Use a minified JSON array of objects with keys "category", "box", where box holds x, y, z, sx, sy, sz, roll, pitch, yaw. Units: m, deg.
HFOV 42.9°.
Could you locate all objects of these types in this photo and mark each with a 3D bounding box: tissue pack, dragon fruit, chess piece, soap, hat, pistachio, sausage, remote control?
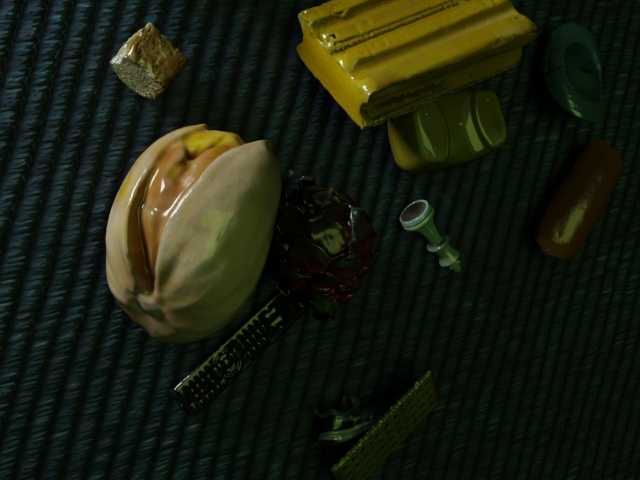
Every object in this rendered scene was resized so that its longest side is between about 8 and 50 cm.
[{"category":"tissue pack","box":[0.197,-0.176,1.319,0.178,0.127,0.123,-16,94,-24]},{"category":"dragon fruit","box":[0.000,0.007,1.217,0.182,0.182,0.189,-6,138,-25]},{"category":"chess piece","box":[0.196,0.000,1.374,0.059,0.059,0.149,-49,118,-13]},{"category":"soap","box":[0.144,-0.305,1.244,0.324,0.096,0.204,-25,63,-20]},{"category":"hat","box":[0.442,-0.289,1.452,0.138,0.078,0.191,12,71,-34]},{"category":"pistachio","box":[-0.172,-0.007,1.120,0.230,0.230,0.309,23,81,-25]},{"category":"sausage","box":[0.465,-0.071,1.472,0.098,0.098,0.238,37,77,-23]},{"category":"remote control","box":[-0.124,0.167,1.251,0.245,0.025,0.063,-42,111,-17]}]

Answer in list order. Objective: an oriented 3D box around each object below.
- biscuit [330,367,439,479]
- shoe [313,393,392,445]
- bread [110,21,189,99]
[{"category":"biscuit","box":[0.112,0.318,1.340,0.231,0.016,0.139,-42,147,-16]},{"category":"shoe","box":[0.053,0.285,1.331,0.143,0.064,0.071,-14,79,-30]},{"category":"bread","box":[-0.238,-0.249,1.135,0.083,0.076,0.070,44,65,-22]}]
